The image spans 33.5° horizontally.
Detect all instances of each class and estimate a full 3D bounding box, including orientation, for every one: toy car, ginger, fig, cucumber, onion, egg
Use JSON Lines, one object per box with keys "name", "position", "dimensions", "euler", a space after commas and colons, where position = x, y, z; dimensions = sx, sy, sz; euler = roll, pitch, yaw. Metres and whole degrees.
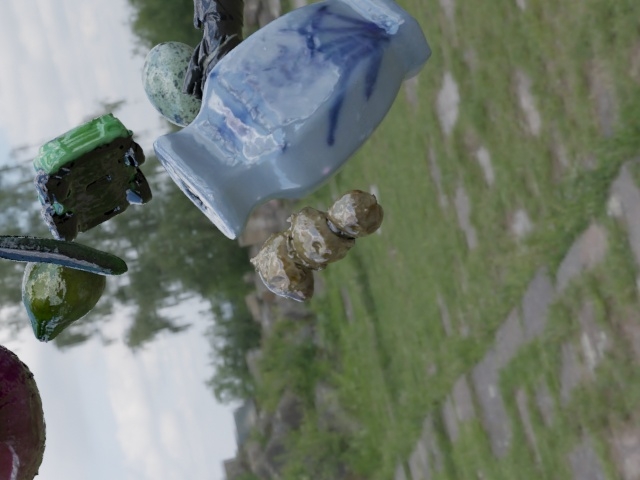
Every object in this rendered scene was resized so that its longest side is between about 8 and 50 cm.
{"name": "toy car", "position": [-0.470, -0.130, 2.114], "dimensions": [0.176, 0.213, 0.359], "euler": [54, 162, 19]}
{"name": "ginger", "position": [0.000, 0.000, 1.437], "dimensions": [0.104, 0.204, 0.080], "euler": [53, -156, 9]}
{"name": "fig", "position": [-0.399, 0.087, 1.627], "dimensions": [0.123, 0.123, 0.156], "euler": [-136, 60, -79]}
{"name": "cucumber", "position": [-0.326, 0.015, 1.302], "dimensions": [0.033, 0.184, 0.036], "euler": [105, 175, -72]}
{"name": "onion", "position": [-0.481, 0.257, 1.539], "dimensions": [0.348, 0.159, 0.267], "euler": [169, 80, -76]}
{"name": "egg", "position": [-0.280, -0.306, 2.085], "dimensions": [0.132, 0.132, 0.172], "euler": [-167, 59, -84]}

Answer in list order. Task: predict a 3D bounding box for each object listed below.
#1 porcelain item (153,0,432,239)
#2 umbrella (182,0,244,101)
{"name": "porcelain item", "position": [-0.037, -0.198, 1.567], "dimensions": [0.242, 0.405, 0.178], "euler": [43, 167, 25]}
{"name": "umbrella", "position": [-0.169, -0.336, 1.794], "dimensions": [0.113, 0.106, 0.358], "euler": [1, -99, -51]}
